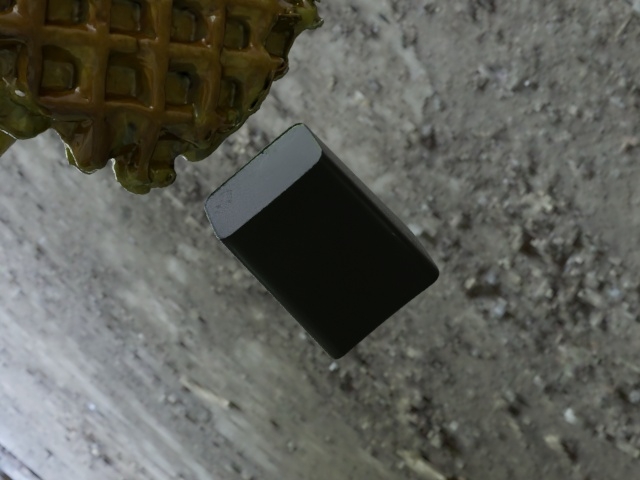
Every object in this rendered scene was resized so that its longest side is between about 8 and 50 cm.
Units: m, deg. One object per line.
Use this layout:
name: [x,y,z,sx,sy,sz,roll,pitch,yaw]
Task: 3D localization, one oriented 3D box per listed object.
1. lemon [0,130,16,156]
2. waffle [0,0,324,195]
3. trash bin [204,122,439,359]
lemon: [-0.421,-0.182,1.198,0.233,0.288,0.234,13,137,13]
waffle: [-0.142,-0.207,0.854,0.068,0.325,0.302,4,136,53]
trash bin: [0.000,0.000,1.254,0.225,0.165,0.115,46,-171,-37]
